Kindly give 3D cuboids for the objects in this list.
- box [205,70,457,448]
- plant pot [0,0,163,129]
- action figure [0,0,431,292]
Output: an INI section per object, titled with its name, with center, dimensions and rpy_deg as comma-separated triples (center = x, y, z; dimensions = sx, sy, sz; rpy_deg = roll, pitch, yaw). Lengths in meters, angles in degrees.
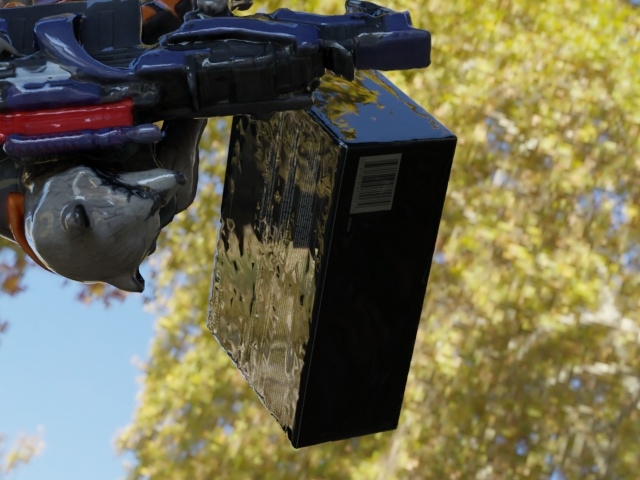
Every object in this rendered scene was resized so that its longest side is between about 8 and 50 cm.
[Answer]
[box]
center = 0.000, 0.000, 1.127
dimensions = 0.184, 0.103, 0.261
rpy_deg = 46, -45, 47
[plant pot]
center = -0.305, -0.148, 1.474
dimensions = 0.267, 0.236, 0.267
rpy_deg = -20, -73, -4
[action figure]
center = -0.099, -0.087, 0.919
dimensions = 0.341, 0.330, 0.178
rpy_deg = 0, -53, 5
